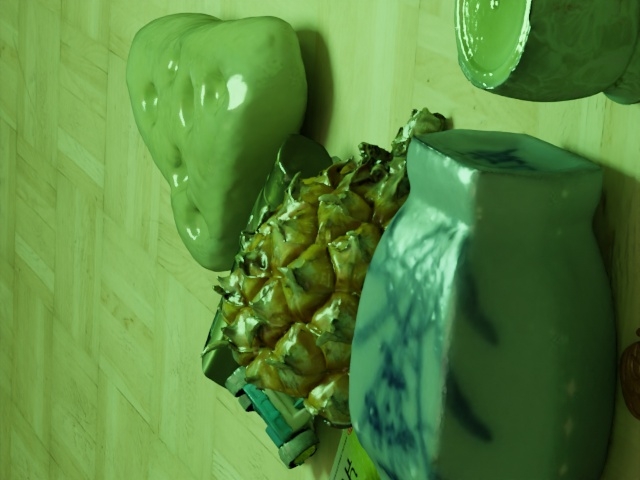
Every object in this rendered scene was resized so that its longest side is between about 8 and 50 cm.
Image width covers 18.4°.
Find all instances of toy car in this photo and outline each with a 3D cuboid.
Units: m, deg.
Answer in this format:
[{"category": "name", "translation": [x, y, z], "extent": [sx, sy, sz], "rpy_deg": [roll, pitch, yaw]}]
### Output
[{"category": "toy car", "translation": [-0.030, 0.191, 2.259], "extent": [0.126, 0.098, 0.161], "rpy_deg": [53, 176, 16]}]

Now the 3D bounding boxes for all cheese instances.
[{"category": "cheese", "translation": [-0.117, -0.185, 2.318], "extent": [0.328, 0.129, 0.351], "rpy_deg": [116, 141, -53]}]

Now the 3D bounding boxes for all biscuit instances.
[{"category": "biscuit", "translation": [0.270, 0.108, 1.614], "extent": [0.091, 0.015, 0.078], "rpy_deg": [146, 117, -63]}]

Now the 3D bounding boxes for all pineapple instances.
[{"category": "pineapple", "translation": [0.001, -0.003, 1.940], "extent": [0.344, 0.209, 0.286], "rpy_deg": [43, 126, 54]}]

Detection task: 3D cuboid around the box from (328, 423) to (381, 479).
[{"category": "box", "translation": [0.061, 0.317, 2.070], "extent": [0.175, 0.062, 0.261], "rpy_deg": [-119, 33, -44]}]

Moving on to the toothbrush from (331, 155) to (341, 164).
[{"category": "toothbrush", "translation": [0.062, 0.027, 2.071], "extent": [0.029, 0.025, 0.307], "rpy_deg": [-57, 43, 42]}]

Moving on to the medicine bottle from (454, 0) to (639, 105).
[{"category": "medicine bottle", "translation": [0.197, -0.183, 1.578], "extent": [0.147, 0.143, 0.147], "rpy_deg": [-178, 90, -66]}]

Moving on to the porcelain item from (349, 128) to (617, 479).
[{"category": "porcelain item", "translation": [0.138, 0.117, 1.715], "extent": [0.242, 0.178, 0.405], "rpy_deg": [-146, 56, -60]}]

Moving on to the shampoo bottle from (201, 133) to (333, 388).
[{"category": "shampoo bottle", "translation": [-0.057, 0.027, 2.233], "extent": [0.126, 0.084, 0.350], "rpy_deg": [-62, -5, -45]}]
